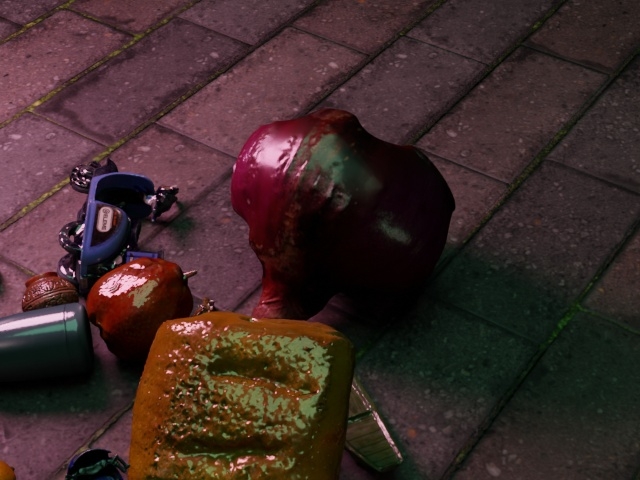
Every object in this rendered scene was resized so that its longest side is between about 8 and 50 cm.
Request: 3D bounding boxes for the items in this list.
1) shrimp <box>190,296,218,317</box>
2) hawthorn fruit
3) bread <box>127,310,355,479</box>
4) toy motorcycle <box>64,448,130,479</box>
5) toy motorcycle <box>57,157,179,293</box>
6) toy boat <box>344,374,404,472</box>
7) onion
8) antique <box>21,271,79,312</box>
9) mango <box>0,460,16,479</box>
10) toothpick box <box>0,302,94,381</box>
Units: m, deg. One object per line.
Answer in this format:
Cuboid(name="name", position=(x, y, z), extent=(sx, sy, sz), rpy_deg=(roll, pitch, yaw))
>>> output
Cuboid(name="shrimp", position=(-0.215, 0.159, 2.031), extent=(0.091, 0.043, 0.184), rpy_deg=(7, 42, 12))
Cuboid(name="hawthorn fruit", position=(-0.301, 0.116, 1.984), extent=(0.174, 0.173, 0.179), rpy_deg=(20, 55, 21))
Cuboid(name="bread", position=(-0.124, 0.265, 1.737), extent=(0.328, 0.148, 0.336), rpy_deg=(9, 71, 9))
Cuboid(name="toy motorcycle", position=(-0.293, 0.398, 1.656), extent=(0.113, 0.168, 0.315), rpy_deg=(-20, 45, -24))
Cuboid(name="toy motorcycle", position=(-0.373, -0.028, 2.194), extent=(0.213, 0.125, 0.358), rpy_deg=(5, 43, -9))
Cuboid(name="toy boat", position=(0.042, 0.276, 1.891), extent=(0.093, 0.055, 0.293), rpy_deg=(-17, 43, -21))
Cuboid(name="onion", position=(0.000, 0.000, 2.022), extent=(0.398, 0.398, 0.420), rpy_deg=(23, 71, 23))
Cuboid(name="antique", position=(-0.468, 0.109, 2.043), extent=(0.104, 0.104, 0.104), rpy_deg=(1, 41, 0))
Cuboid(name="mango", position=(-0.520, 0.395, 1.724), extent=(0.098, 0.075, 0.190), rpy_deg=(27, 46, 21))
Cuboid(name="toothpick box", position=(-0.475, 0.174, 1.953), extent=(0.184, 0.120, 0.120), rpy_deg=(-9, 42, -5))
